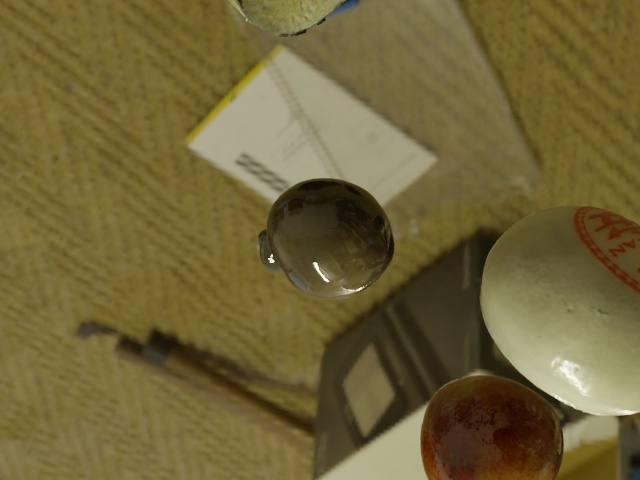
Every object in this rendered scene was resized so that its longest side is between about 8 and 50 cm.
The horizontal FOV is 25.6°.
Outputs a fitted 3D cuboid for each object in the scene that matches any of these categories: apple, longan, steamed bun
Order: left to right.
[{"bbox_3d":[0.000,0.000,1.160,0.119,0.106,0.106,-13,128,29],"label":"longan"},{"bbox_3d":[0.214,0.262,1.809,0.195,0.173,0.160,-5,161,34],"label":"apple"},{"bbox_3d":[0.279,0.053,1.394,0.232,0.232,0.145,25,126,-10],"label":"steamed bun"}]

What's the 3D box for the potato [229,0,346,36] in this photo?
[{"bbox_3d":[-0.036,-0.304,1.333,0.117,0.202,0.182,35,176,41],"label":"potato"}]
